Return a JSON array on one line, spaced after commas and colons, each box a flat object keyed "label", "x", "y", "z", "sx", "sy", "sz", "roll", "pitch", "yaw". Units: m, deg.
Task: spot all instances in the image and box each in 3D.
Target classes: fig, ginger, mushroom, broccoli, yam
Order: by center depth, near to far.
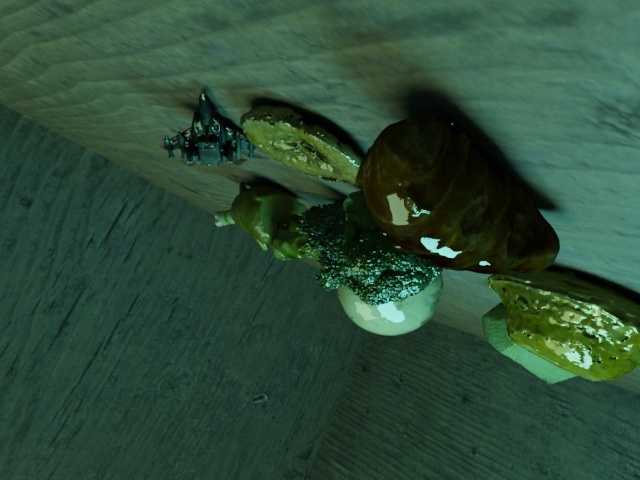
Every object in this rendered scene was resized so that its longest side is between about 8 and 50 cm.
[{"label": "ginger", "x": 0.174, "y": -0.049, "z": 0.906, "sx": 0.254, "sy": 0.176, "sz": 0.418, "roll": 10, "pitch": 170, "yaw": 42}, {"label": "broccoli", "x": 0.142, "y": 0.008, "z": 1.297, "sx": 0.270, "sy": 0.270, "sz": 0.270, "roll": 58, "pitch": -168, "yaw": 30}, {"label": "broccoli", "x": -0.014, "y": 0.010, "z": 1.603, "sx": 0.362, "sy": 0.221, "sz": 0.252, "roll": -9, "pitch": -170, "yaw": 34}, {"label": "yam", "x": 0.617, "y": 0.274, "z": 1.743, "sx": 0.271, "sy": 0.201, "sz": 0.202, "roll": 19, "pitch": 147, "yaw": -19}, {"label": "mushroom", "x": 0.193, "y": 0.116, "z": 1.816, "sx": 0.314, "sy": 0.314, "sz": 0.336, "roll": 26, "pitch": -166, "yaw": -11}, {"label": "fig", "x": -0.079, "y": -0.024, "z": 2.048, "sx": 0.148, "sy": 0.142, "sz": 0.186, "roll": 52, "pitch": 178, "yaw": 38}]

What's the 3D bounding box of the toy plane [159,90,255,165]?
[{"label": "toy plane", "x": -0.235, "y": -0.221, "z": 1.268, "sx": 0.223, "sy": 0.104, "sz": 0.326, "roll": -2, "pitch": 172, "yaw": -7}]

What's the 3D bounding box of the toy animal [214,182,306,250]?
[{"label": "toy animal", "x": -0.194, "y": -0.085, "z": 1.887, "sx": 0.180, "sy": 0.181, "sz": 0.363, "roll": 36, "pitch": 168, "yaw": -19}]

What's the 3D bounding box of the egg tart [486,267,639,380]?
[{"label": "egg tart", "x": 0.583, "y": 0.205, "z": 1.406, "sx": 0.443, "sy": 0.178, "sz": 0.443, "roll": 26, "pitch": 173, "yaw": 3}]

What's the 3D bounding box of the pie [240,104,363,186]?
[{"label": "pie", "x": -0.029, "y": -0.174, "z": 1.129, "sx": 0.274, "sy": 0.055, "sz": 0.274, "roll": 23, "pitch": 173, "yaw": 3}]
